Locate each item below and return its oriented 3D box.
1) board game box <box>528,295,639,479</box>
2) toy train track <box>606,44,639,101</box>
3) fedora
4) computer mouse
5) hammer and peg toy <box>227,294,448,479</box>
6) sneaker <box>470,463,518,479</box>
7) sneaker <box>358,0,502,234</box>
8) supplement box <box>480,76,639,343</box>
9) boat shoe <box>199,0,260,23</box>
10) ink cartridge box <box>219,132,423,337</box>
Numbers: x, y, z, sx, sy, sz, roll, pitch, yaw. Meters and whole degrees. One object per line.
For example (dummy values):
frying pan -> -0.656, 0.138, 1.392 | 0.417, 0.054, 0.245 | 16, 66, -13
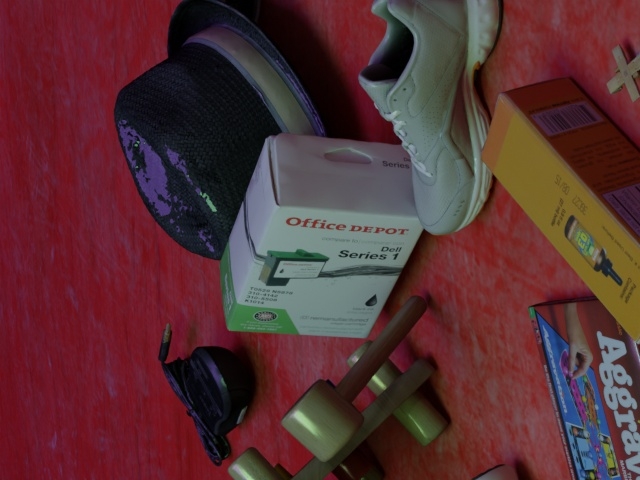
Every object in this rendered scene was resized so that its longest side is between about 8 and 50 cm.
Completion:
board game box -> 0.263, 0.186, 1.414 | 0.145, 0.027, 0.281 | -13, 92, 61
toy train track -> 0.254, -0.140, 1.280 | 0.083, 0.014, 0.048 | -45, 56, 53
fedora -> -0.117, -0.096, 1.782 | 0.334, 0.152, 0.334 | 42, 148, 34
computer mouse -> -0.148, 0.171, 2.139 | 0.184, 0.060, 0.262 | 58, 160, 21
hammer and peg toy -> 0.015, 0.219, 1.671 | 0.127, 0.266, 0.361 | 47, 147, 5
sneaker -> 0.148, 0.348, 1.635 | 0.118, 0.110, 0.292 | 50, 145, 24
sneaker -> 0.087, -0.122, 1.482 | 0.099, 0.121, 0.262 | 35, 133, 52
supplement box -> 0.227, -0.029, 1.319 | 0.233, 0.080, 0.078 | 56, 148, 34
boat shoe -> -0.096, -0.329, 1.776 | 0.081, 0.079, 0.227 | 35, 139, 42
ink cartridge box -> 0.000, 0.000, 1.645 | 0.219, 0.160, 0.092 | 113, 156, -51
